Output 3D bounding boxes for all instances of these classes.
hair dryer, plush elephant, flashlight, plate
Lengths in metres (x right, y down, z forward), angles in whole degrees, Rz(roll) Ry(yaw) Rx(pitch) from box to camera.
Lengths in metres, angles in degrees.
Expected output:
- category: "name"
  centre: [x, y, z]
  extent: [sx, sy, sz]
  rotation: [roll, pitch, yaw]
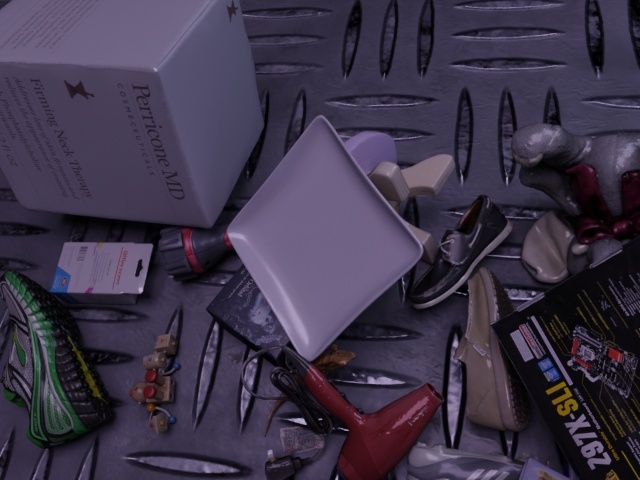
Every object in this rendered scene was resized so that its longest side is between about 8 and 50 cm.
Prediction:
- category: "hair dryer"
  centre: [0.036, 0.262, 0.956]
  extent: [0.294, 0.080, 0.223]
  rotation: [-7, 105, 3]
- category: "plush elephant"
  centre: [0.445, -0.029, 1.000]
  extent: [0.272, 0.330, 0.255]
  rotation: [3, 86, 25]
- category: "flashlight"
  centre: [-0.133, -0.011, 1.169]
  extent: [0.304, 0.103, 0.103]
  rotation: [-15, 60, 4]
- category: "plate"
  centre: [0.000, 0.000, 0.997]
  extent: [0.277, 0.045, 0.278]
  rotation: [-47, 63, 28]

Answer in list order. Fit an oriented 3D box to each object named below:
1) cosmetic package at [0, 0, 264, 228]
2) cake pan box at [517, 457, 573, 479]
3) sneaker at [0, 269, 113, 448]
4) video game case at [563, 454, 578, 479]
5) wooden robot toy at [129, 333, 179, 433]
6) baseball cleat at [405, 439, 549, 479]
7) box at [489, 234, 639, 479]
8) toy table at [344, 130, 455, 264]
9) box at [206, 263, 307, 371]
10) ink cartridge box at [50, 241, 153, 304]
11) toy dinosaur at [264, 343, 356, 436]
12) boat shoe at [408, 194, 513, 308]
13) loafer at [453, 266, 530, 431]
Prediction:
- category: "cosmetic package"
  centre: [-0.353, -0.260, 1.168]
  extent: [0.394, 0.329, 0.327]
  rotation: [6, 46, 15]
- category: "cake pan box"
  centre: [0.332, 0.438, 0.793]
  extent: [0.267, 0.070, 0.245]
  rotation: [25, 114, 21]
- category: "sneaker"
  centre: [-0.497, 0.194, 1.115]
  extent: [0.146, 0.134, 0.343]
  rotation: [-32, 63, -6]
- category: "video game case"
  centre: [0.476, 0.293, 0.921]
  extent: [0.244, 0.061, 0.269]
  rotation: [2, 65, 13]
- category: "wooden robot toy"
  centre: [-0.291, 0.242, 1.091]
  extent: [0.079, 0.076, 0.173]
  rotation: [-11, 61, 17]
- category: "baseball cleat"
  centre: [0.228, 0.355, 0.944]
  extent: [0.206, 0.072, 0.109]
  rotation: [5, 78, 18]
- category: "box"
  centre: [0.412, 0.183, 0.831]
  extent: [0.257, 0.079, 0.322]
  rotation: [-39, 64, 28]
- category: "toy table"
  centre: [0.096, -0.053, 1.088]
  extent: [0.161, 0.252, 0.274]
  rotation: [21, 79, 38]
- category: "box"
  centre: [-0.078, 0.112, 1.102]
  extent: [0.158, 0.093, 0.156]
  rotation: [32, 73, 22]
- category: "ink cartridge box"
  centre: [-0.393, 0.061, 1.204]
  extent: [0.181, 0.061, 0.104]
  rotation: [1, 64, 12]
- category: "toy dinosaur"
  centre: [-0.024, 0.215, 1.046]
  extent: [0.064, 0.112, 0.211]
  rotation: [47, 120, 4]
- category: "boat shoe"
  centre: [0.222, 0.019, 1.087]
  extent: [0.233, 0.079, 0.084]
  rotation: [-44, 19, -17]
- category: "loafer"
  centre: [0.254, 0.164, 1.007]
  extent: [0.092, 0.102, 0.268]
  rotation: [-19, 51, 28]
